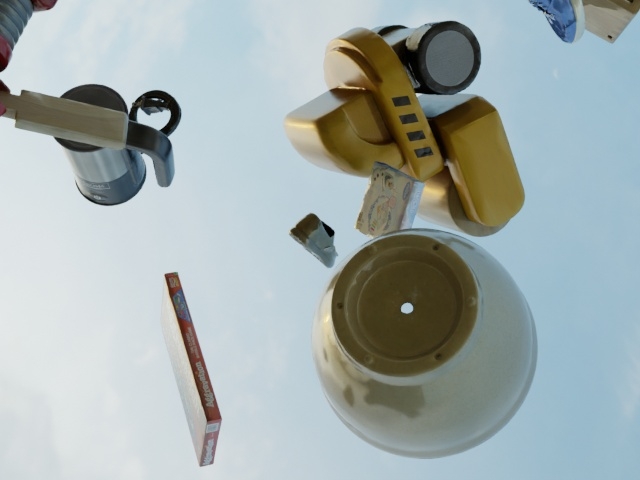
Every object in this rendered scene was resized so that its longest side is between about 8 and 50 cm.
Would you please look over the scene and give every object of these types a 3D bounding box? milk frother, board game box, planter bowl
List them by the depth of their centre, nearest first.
[{"bbox_3d":[0.063,0.058,0.683,0.162,0.109,0.162,-5,-113,12],"label":"planter bowl"},{"bbox_3d":[-0.223,-0.131,1.120,0.129,0.135,0.143,-3,-113,-3],"label":"milk frother"},{"bbox_3d":[0.083,-0.041,1.219,0.090,0.020,0.090,36,-67,55],"label":"board game box"},{"bbox_3d":[-0.211,0.203,1.609,0.027,0.145,0.281,-8,-128,-20],"label":"board game box"}]

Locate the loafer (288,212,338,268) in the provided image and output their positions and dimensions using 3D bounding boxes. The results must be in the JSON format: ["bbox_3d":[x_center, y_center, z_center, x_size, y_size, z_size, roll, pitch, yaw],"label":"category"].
[{"bbox_3d":[0.000,0.000,1.490,0.056,0.148,0.050,39,-92,20],"label":"loafer"}]

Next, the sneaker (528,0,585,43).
[{"bbox_3d":[0.215,-0.261,1.048,0.084,0.152,0.058,-33,-156,-13],"label":"sneaker"}]

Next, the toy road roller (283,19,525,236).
[{"bbox_3d":[0.102,-0.131,1.363,0.240,0.330,0.202,-31,-160,-15],"label":"toy road roller"}]

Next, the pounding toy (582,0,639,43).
[{"bbox_3d":[0.407,-0.349,1.301,0.206,0.094,0.181,30,-106,3],"label":"pounding toy"}]

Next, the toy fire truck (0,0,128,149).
[{"bbox_3d":[-0.292,-0.201,0.949,0.158,0.246,0.217,-2,-126,27],"label":"toy fire truck"}]
